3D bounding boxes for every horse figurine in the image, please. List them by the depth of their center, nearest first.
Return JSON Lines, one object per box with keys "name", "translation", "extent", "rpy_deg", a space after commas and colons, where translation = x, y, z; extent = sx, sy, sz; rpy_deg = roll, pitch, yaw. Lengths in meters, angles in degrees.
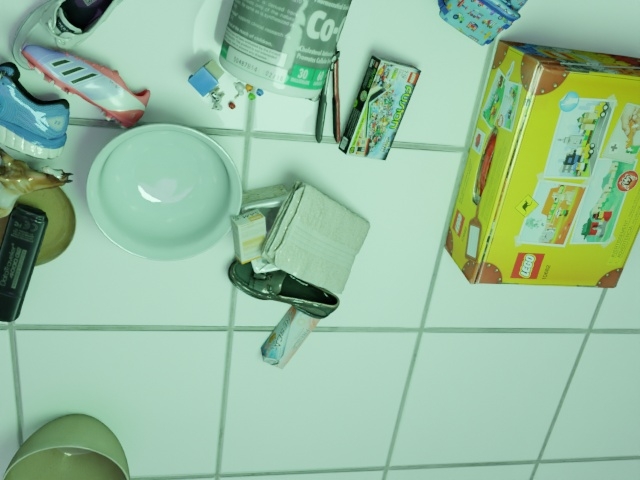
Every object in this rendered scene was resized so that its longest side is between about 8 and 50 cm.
{"name": "horse figurine", "translation": [-0.629, -0.097, 1.257], "extent": [0.263, 0.066, 0.174], "rpy_deg": [-34, 147, 21]}

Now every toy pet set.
{"name": "toy pet set", "translation": [-0.194, -0.289, 1.272], "extent": [0.114, 0.122, 0.065], "rpy_deg": [45, 60, -23]}

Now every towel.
{"name": "towel", "translation": [0.000, 0.000, 1.428], "extent": [0.282, 0.049, 0.187], "rpy_deg": [26, 87, -49]}

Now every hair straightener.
{"name": "hair straightener", "translation": [-0.002, -0.306, 1.346], "extent": [0.089, 0.047, 0.230], "rpy_deg": [-5, 124, -9]}

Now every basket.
{"name": "basket", "translation": [-0.110, -0.030, 1.445], "extent": [0.113, 0.103, 0.167], "rpy_deg": [-11, 120, -6]}

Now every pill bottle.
{"name": "pill bottle", "translation": [-0.040, -0.456, 1.169], "extent": [0.204, 0.204, 0.361], "rpy_deg": [12, 116, -18]}

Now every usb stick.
{"name": "usb stick", "translation": [-0.639, 0.053, 1.377], "extent": [0.077, 0.045, 0.278], "rpy_deg": [21, 112, -14]}

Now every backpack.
{"name": "backpack", "translation": [0.327, -0.480, 1.247], "extent": [0.158, 0.117, 0.173], "rpy_deg": [28, 145, -24]}

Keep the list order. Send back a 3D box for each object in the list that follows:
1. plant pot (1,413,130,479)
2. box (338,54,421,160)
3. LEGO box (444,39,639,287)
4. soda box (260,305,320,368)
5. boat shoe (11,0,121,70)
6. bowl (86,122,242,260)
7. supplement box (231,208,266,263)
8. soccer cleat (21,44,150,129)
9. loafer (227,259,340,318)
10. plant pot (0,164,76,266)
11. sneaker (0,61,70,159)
{"name": "plant pot", "translation": [-0.602, 0.536, 1.599], "extent": [0.284, 0.191, 0.284], "rpy_deg": [-5, 119, -9]}
{"name": "box", "translation": [0.123, -0.273, 1.379], "extent": [0.114, 0.036, 0.207], "rpy_deg": [2, 120, -35]}
{"name": "LEGO box", "translation": [0.530, -0.152, 1.459], "extent": [0.372, 0.193, 0.500], "rpy_deg": [3, 118, -13]}
{"name": "soda box", "translation": [-0.072, 0.226, 1.618], "extent": [0.063, 0.058, 0.183], "rpy_deg": [28, 109, -24]}
{"name": "boat shoe", "translation": [-0.458, -0.397, 1.182], "extent": [0.258, 0.084, 0.095], "rpy_deg": [-40, 119, 10]}
{"name": "bowl", "translation": [-0.313, -0.115, 1.338], "extent": [0.297, 0.134, 0.298], "rpy_deg": [-5, 118, -9]}
{"name": "supplement box", "translation": [-0.146, -0.008, 1.351], "extent": [0.062, 0.036, 0.098], "rpy_deg": [-20, 130, -26]}
{"name": "soccer cleat", "translation": [-0.430, -0.301, 1.223], "extent": [0.248, 0.083, 0.095], "rpy_deg": [33, 90, -44]}
{"name": "loafer", "translation": [-0.078, 0.100, 1.509], "extent": [0.267, 0.096, 0.084], "rpy_deg": [23, 156, -17]}
{"name": "plant pot", "translation": [-0.629, -0.052, 1.366], "extent": [0.236, 0.032, 0.236], "rpy_deg": [-5, 119, -8]}
{"name": "sneaker", "translation": [-0.623, -0.274, 1.208], "extent": [0.330, 0.130, 0.147], "rpy_deg": [19, 103, -28]}
